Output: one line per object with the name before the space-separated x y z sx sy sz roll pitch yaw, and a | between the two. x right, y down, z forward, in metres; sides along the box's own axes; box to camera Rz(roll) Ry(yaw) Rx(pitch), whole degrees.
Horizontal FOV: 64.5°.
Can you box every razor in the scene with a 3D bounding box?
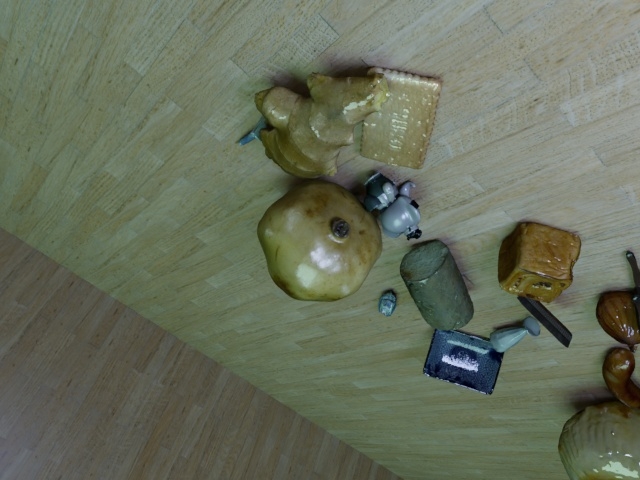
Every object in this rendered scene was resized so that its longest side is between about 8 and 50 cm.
razor | -0.175 -0.267 1.302 0.040 0.068 0.135 40 154 -23

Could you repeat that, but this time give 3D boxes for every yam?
yam | 0.332 0.132 1.448 0.161 0.161 0.268 -3 138 32

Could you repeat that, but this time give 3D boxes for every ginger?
ginger | -0.013 -0.282 1.128 0.236 0.166 0.375 48 132 6

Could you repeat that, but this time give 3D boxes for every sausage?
sausage | 0.940 0.430 1.579 0.103 0.076 0.302 -15 132 31

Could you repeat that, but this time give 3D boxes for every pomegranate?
pomegranate | 0.000 0.000 1.334 0.333 0.332 0.332 15 145 11

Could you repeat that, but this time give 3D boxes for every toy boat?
toy boat | 0.223 0.220 1.707 0.059 0.066 0.140 20 144 10

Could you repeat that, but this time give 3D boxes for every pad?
pad | 0.656 0.237 1.295 0.323 0.055 0.250 29 -167 25

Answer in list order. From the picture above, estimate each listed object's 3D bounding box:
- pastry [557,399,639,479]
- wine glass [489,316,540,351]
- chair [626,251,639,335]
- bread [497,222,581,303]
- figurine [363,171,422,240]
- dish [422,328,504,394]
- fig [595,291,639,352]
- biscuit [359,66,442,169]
pastry | 1.010 0.704 1.700 0.389 0.312 0.388 15 135 15
wine glass | 0.610 0.294 1.589 0.073 0.073 0.155 30 141 -10
chair | 0.858 0.165 1.206 0.186 0.160 0.319 -14 131 33
bread | 0.532 0.055 1.250 0.158 0.143 0.149 21 153 1
figurine | 0.187 -0.082 1.265 0.192 0.126 0.147 56 154 4
dish | 0.492 0.408 1.758 0.243 0.181 0.080 16 180 9
fig | 0.791 0.229 1.292 0.146 0.201 0.133 7 130 9
biscuit | 0.170 -0.263 1.122 0.160 0.030 0.249 14 144 11
